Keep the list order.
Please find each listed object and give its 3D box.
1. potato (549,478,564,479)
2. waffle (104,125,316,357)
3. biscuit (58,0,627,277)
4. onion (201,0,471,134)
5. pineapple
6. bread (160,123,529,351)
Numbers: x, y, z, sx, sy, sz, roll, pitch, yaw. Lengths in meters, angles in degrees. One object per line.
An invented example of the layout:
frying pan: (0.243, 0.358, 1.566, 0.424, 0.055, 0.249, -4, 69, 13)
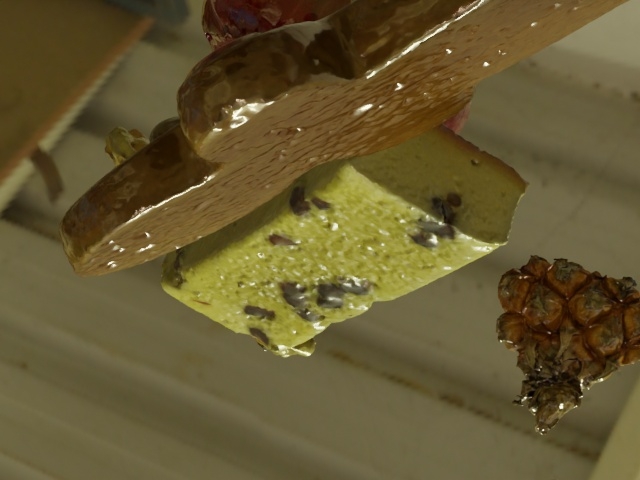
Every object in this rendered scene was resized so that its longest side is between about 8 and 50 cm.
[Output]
potato: (0.205, 0.242, 1.385, 0.046, 0.045, 0.092, 8, -146, 6)
waffle: (-0.116, 0.003, 1.644, 0.058, 0.281, 0.301, -40, -134, -4)
biscuit: (0.024, -0.101, 0.864, 0.432, 0.283, 0.064, -29, -99, 25)
onion: (0.020, -0.164, 1.357, 0.248, 0.248, 0.161, 13, -111, 20)
pineapple: (0.157, 0.075, 1.052, 0.114, 0.077, 0.114, 24, -109, 10)
bread: (0.000, 0.000, 1.244, 0.138, 0.361, 0.077, 27, -117, -18)
